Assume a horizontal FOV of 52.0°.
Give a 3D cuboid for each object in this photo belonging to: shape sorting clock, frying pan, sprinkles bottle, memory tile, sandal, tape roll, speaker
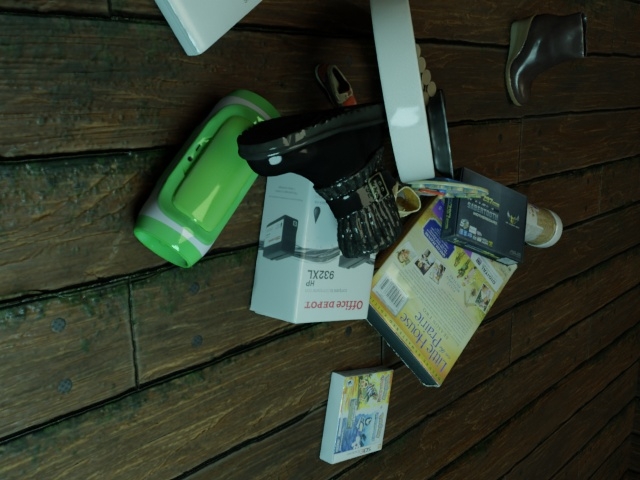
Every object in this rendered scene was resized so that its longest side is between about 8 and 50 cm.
[{"bbox_3d":[0.273,-0.114,1.475,0.206,0.206,0.040,6,93,-47],"label":"shape sorting clock"},{"bbox_3d":[0.264,-0.282,1.475,0.197,0.053,0.326,67,18,-55],"label":"frying pan"},{"bbox_3d":[0.583,-0.059,1.918,0.355,0.121,0.121,12,90,-47],"label":"sprinkles bottle"},{"bbox_3d":[0.222,-0.376,1.543,0.113,0.012,0.148,-54,133,-24],"label":"memory tile"},{"bbox_3d":[0.177,-0.079,1.415,0.240,0.079,0.088,55,43,-82],"label":"sandal"},{"bbox_3d":[0.165,-0.307,1.297,0.392,0.072,0.392,-9,90,-80],"label":"tape roll"},{"bbox_3d":[-0.181,-0.106,1.086,0.131,0.131,0.296,49,63,-41],"label":"speaker"}]

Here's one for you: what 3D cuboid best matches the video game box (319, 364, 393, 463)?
[{"bbox_3d":[0.088,0.405,1.541,0.187,0.048,0.205,4,96,-50],"label":"video game box"}]

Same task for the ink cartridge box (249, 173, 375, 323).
[{"bbox_3d":[0.000,0.000,1.297,0.223,0.129,0.307,5,94,-48],"label":"ink cartridge box"}]

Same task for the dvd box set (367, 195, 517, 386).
[{"bbox_3d":[0.288,0.096,1.598,0.307,0.062,0.420,49,60,-14],"label":"dvd box set"}]

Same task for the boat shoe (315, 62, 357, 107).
[{"bbox_3d":[0.041,-0.310,1.341,0.137,0.043,0.049,46,63,-43],"label":"boat shoe"}]

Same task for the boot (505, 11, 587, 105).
[{"bbox_3d":[0.621,-0.495,1.802,0.090,0.207,0.248,-20,113,-43],"label":"boot"}]

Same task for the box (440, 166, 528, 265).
[{"bbox_3d":[0.411,-0.057,1.632,0.232,0.059,0.183,21,69,-27],"label":"box"}]

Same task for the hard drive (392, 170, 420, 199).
[{"bbox_3d":[0.207,-0.132,1.572,0.135,0.022,0.094,-46,129,-30],"label":"hard drive"}]

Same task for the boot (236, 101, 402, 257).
[{"bbox_3d":[0.019,-0.086,1.108,0.348,0.131,0.260,-22,111,-44],"label":"boot"}]

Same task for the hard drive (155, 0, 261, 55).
[{"bbox_3d":[-0.214,-0.507,1.022,0.233,0.047,0.353,-51,131,-27],"label":"hard drive"}]
